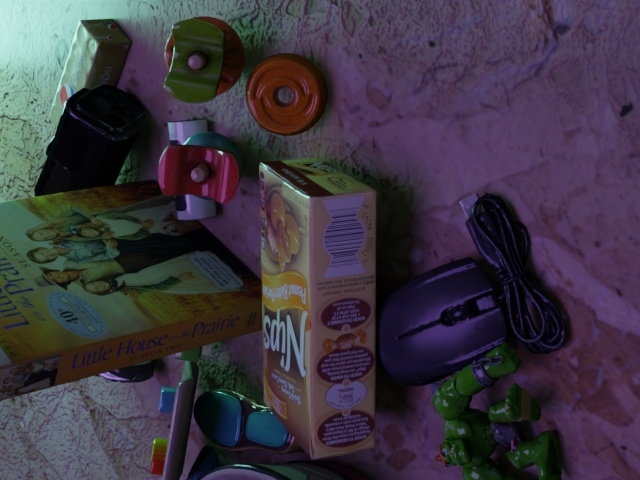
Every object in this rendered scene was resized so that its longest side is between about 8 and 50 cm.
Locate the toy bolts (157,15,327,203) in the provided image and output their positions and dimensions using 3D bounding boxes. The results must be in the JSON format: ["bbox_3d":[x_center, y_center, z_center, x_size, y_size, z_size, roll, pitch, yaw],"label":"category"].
[{"bbox_3d":[-0.104,-0.158,1.631,0.218,0.158,0.229,14,103,2],"label":"toy bolts"}]

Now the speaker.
[{"bbox_3d":[-0.174,-0.098,1.741,0.055,0.055,0.136,4,102,47],"label":"speaker"}]

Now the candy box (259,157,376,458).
[{"bbox_3d":[-0.005,0.075,1.523,0.183,0.087,0.316,-143,50,-64],"label":"candy box"}]

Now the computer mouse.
[{"bbox_3d":[0.133,0.083,1.436,0.272,0.072,0.188,-37,73,45],"label":"computer mouse"}]

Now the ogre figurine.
[{"bbox_3d":[0.190,0.214,1.392,0.118,0.097,0.197,-14,123,38],"label":"ogre figurine"}]

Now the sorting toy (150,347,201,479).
[{"bbox_3d":[-0.204,0.263,1.750,0.196,0.047,0.348,-140,59,-86],"label":"sorting toy"}]

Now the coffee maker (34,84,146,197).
[{"bbox_3d":[-0.332,-0.112,1.832,0.171,0.120,0.178,-89,22,-51],"label":"coffee maker"}]

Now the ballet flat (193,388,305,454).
[{"bbox_3d":[-0.082,0.248,1.708,0.232,0.073,0.080,8,85,52],"label":"ballet flat"}]

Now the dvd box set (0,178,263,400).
[{"bbox_3d":[-0.309,0.047,1.651,0.307,0.420,0.062,42,127,34],"label":"dvd box set"}]

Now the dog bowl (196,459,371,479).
[{"bbox_3d":[-0.013,0.463,1.628,0.408,0.150,0.408,13,108,45],"label":"dog bowl"}]

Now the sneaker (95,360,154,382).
[{"bbox_3d":[-0.336,0.109,1.937,0.271,0.100,0.108,49,126,29],"label":"sneaker"}]

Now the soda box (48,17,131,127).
[{"bbox_3d":[-0.341,-0.236,1.888,0.061,0.058,0.181,49,132,28],"label":"soda box"}]

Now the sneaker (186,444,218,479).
[{"bbox_3d":[-0.162,0.396,1.848,0.082,0.069,0.209,16,105,12],"label":"sneaker"}]
